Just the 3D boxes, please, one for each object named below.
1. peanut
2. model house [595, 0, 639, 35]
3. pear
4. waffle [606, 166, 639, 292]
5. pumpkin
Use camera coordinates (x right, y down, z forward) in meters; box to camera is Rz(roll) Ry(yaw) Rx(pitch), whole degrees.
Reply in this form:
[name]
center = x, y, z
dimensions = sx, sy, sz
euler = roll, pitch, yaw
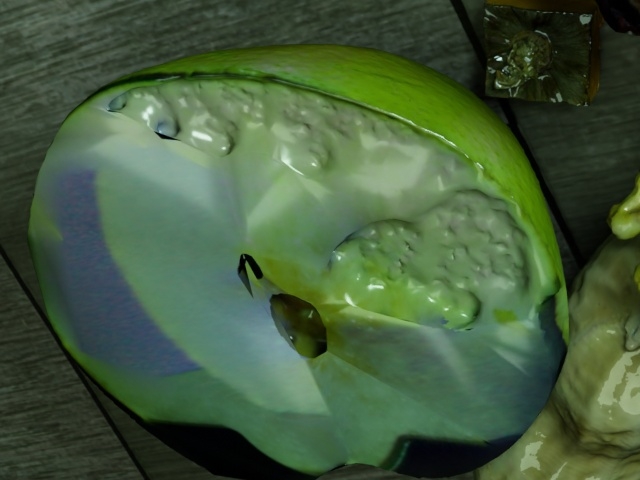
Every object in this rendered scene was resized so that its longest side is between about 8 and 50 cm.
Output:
[peanut]
center = 0.213, 0.110, 1.317
dimensions = 0.140, 0.153, 0.325
euler = 32, 126, 1
[model house]
center = 0.280, -0.233, 1.002
dimensions = 0.317, 0.297, 0.282
euler = 4, 162, 2
[pear]
center = 0.001, -0.005, 1.304
dimensions = 0.399, 0.165, 0.399
euler = 12, 131, 14
[waffle]
center = 0.291, -0.028, 1.153
dimensions = 0.229, 0.057, 0.219
euler = -39, 109, -1
[pumpkin]
center = 0.149, -0.131, 1.215
dimensions = 0.083, 0.054, 0.074
euler = 9, 126, 23
